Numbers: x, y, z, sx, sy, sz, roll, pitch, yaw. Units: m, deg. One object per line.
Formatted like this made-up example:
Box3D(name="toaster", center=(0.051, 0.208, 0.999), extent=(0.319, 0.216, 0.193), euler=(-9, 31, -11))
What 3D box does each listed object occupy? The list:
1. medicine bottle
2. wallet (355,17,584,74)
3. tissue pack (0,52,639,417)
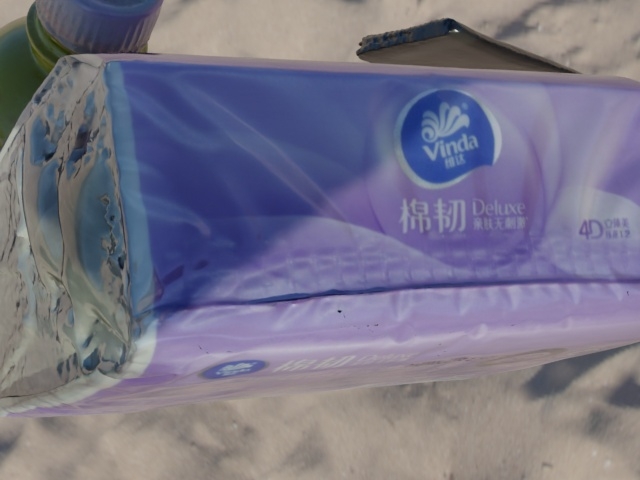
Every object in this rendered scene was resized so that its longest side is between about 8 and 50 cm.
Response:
Box3D(name="medicine bottle", center=(-0.158, -0.088, 0.801), extent=(0.122, 0.212, 0.122), euler=(14, 49, -17))
Box3D(name="wallet", center=(0.159, -0.145, 1.142), extent=(0.124, 0.244, 0.025), euler=(-4, 74, 51))
Box3D(name="tissue pack", center=(0.000, 0.000, 0.696), extent=(0.338, 0.242, 0.160), euler=(-1, 77, -31))
